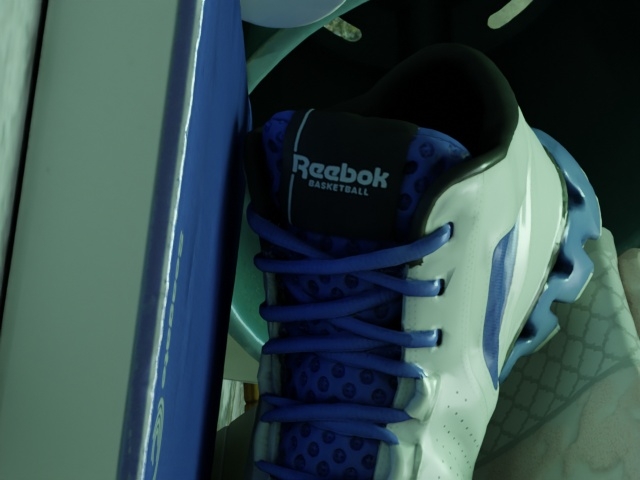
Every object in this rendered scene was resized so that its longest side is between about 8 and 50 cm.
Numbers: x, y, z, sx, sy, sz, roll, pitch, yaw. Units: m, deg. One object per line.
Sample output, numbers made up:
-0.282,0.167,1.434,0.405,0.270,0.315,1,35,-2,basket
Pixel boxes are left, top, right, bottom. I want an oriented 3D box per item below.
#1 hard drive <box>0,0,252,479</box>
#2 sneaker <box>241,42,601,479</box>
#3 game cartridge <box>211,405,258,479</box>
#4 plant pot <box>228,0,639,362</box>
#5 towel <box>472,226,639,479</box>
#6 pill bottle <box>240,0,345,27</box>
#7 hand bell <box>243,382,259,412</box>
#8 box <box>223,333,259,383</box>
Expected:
-0.057,0.008,0.543,0.318,0.040,0.210,96,1,-80,hard drive
0.012,0.044,0.622,0.315,0.127,0.182,-68,150,-23,sneaker
-0.016,0.246,0.981,0.230,0.068,0.355,-42,-148,42,game cartridge
0.083,-0.119,0.973,0.334,0.341,0.341,-97,-170,-50,plant pot
0.046,0.188,0.710,0.332,0.053,0.317,-43,-153,31,towel
-0.011,-0.167,0.672,0.169,0.094,0.094,-84,180,-49,pill bottle
-0.053,0.131,1.279,0.126,0.126,0.242,95,-12,-80,hand bell
0.000,0.000,1.204,0.232,0.149,0.127,-82,179,-57,box
